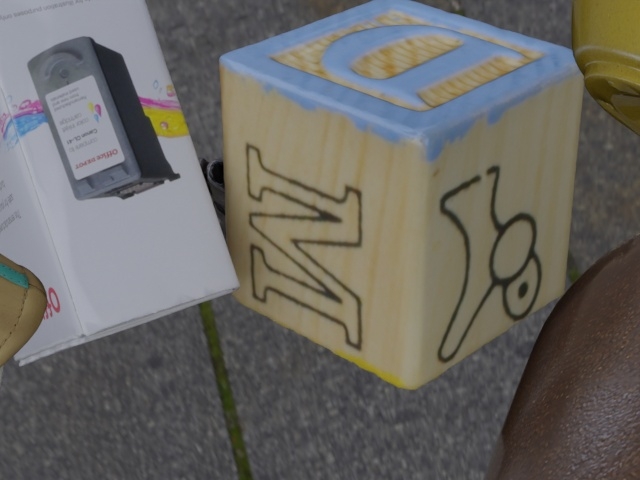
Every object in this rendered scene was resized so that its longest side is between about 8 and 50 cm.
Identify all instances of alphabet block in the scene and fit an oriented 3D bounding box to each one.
[{"bbox_3d":[0.058,-0.043,0.988,0.192,0.197,0.193,-25,38,-38],"label":"alphabet block"}]

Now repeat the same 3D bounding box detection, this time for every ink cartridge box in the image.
[{"bbox_3d":[-0.195,-0.077,1.021,0.131,0.226,0.306,-19,90,-25],"label":"ink cartridge box"}]

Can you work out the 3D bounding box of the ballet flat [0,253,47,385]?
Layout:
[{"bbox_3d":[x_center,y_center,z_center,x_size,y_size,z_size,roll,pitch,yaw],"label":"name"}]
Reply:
[{"bbox_3d":[-0.178,0.081,0.557,0.073,0.232,0.080,15,47,-28],"label":"ballet flat"}]

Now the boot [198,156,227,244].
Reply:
[{"bbox_3d":[0.000,0.000,1.346,0.263,0.229,0.091,12,69,-3],"label":"boot"}]

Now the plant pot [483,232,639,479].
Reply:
[{"bbox_3d":[0.119,0.131,0.383,0.215,0.215,0.230,18,33,22],"label":"plant pot"}]

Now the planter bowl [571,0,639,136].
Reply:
[{"bbox_3d":[0.165,-0.075,0.526,0.217,0.217,0.090,31,89,27],"label":"planter bowl"}]
